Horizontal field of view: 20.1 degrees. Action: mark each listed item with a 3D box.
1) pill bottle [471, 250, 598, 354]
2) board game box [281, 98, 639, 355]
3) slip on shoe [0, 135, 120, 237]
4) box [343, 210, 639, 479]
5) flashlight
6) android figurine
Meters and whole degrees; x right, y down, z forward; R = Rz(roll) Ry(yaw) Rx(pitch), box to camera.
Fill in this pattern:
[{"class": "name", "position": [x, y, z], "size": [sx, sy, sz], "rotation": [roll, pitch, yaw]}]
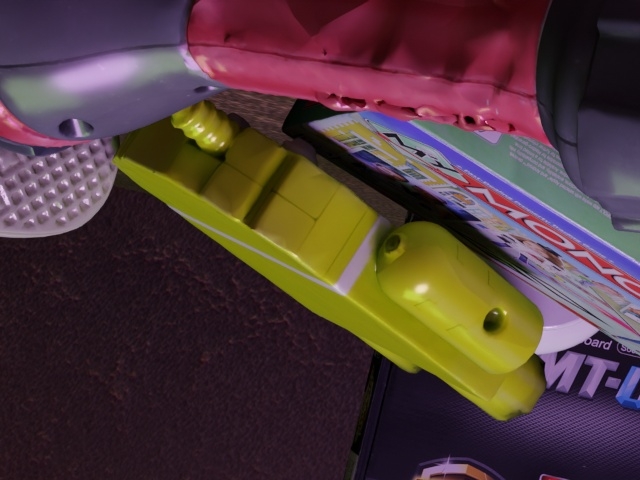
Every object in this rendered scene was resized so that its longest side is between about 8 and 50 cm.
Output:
[{"class": "pill bottle", "position": [0.123, 0.008, 1.093], "size": [0.121, 0.121, 0.216], "rotation": [14, 177, 1]}, {"class": "board game box", "position": [0.144, 0.009, 0.829], "size": [0.317, 0.046, 0.213], "rotation": [32, 175, -11]}, {"class": "slip on shoe", "position": [-0.250, -0.094, 0.886], "size": [0.331, 0.123, 0.101], "rotation": [21, 177, -26]}, {"class": "box", "position": [0.179, 0.116, 1.255], "size": [0.295, 0.293, 0.073], "rotation": [14, 179, -6]}, {"class": "flashlight", "position": [0.002, -0.056, 0.499], "size": [0.304, 0.103, 0.103], "rotation": [14, 175, 34]}, {"class": "android figurine", "position": [0.000, 0.000, 0.928], "size": [0.273, 0.056, 0.248], "rotation": [39, 172, -35]}]
